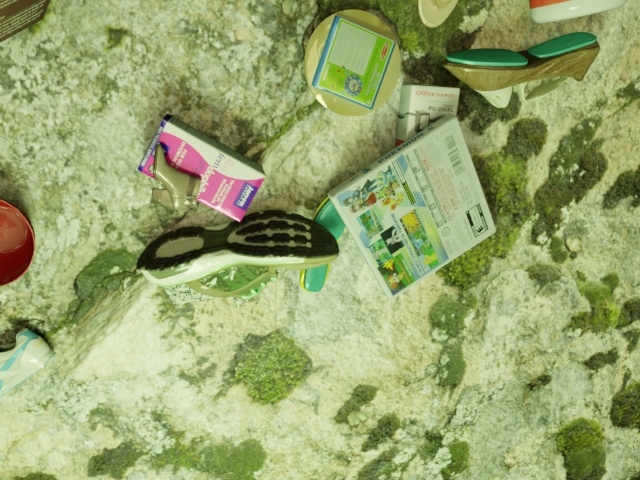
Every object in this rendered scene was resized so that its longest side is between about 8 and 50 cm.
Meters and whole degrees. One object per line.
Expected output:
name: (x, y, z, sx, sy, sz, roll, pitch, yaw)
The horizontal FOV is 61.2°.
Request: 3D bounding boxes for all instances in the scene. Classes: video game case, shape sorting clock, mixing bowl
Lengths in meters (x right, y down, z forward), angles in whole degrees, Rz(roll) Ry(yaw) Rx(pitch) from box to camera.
video game case: (0.211, -0.059, 1.169, 0.299, 0.036, 0.329, -33, 126, -1)
shape sorting clock: (0.066, -0.358, 1.100, 0.206, 0.040, 0.207, -3, 103, -11)
mixing bowl: (-0.632, -0.010, 1.044, 0.181, 0.098, 0.182, -3, 107, -9)

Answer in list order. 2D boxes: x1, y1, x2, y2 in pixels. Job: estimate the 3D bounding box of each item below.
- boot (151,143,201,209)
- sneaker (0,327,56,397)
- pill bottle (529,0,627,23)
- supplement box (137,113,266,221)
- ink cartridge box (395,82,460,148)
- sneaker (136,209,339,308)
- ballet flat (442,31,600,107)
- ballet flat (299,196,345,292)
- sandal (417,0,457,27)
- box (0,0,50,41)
boot: (-0.265, -0.114, 0.998, 0.086, 0.042, 0.119, 4, 109, -17)
sneaker: (-0.677, 0.277, 1.135, 0.228, 0.087, 0.092, -37, 102, -6)
pill bottle: (0.486, -0.598, 1.033, 0.181, 0.181, 0.323, -13, 108, -6)
supplement box: (-0.231, -0.144, 1.072, 0.219, 0.114, 0.111, 27, 101, -18)
ink cartridge box: (0.225, -0.253, 1.148, 0.109, 0.063, 0.151, 1, 107, -11)
sneaker: (-0.159, 0.057, 1.133, 0.409, 0.158, 0.182, -6, 131, 8)
ballet flat: (0.422, -0.352, 1.146, 0.342, 0.116, 0.124, -13, 127, -10)
ballet flat: (0.000, 0.000, 1.174, 0.077, 0.077, 0.231, 13, 102, -17)
sandal: (0.273, -0.542, 1.063, 0.088, 0.079, 0.240, 26, 100, -16)
box: (-0.471, -0.461, 0.788, 0.143, 0.191, 0.381, 44, 134, -17)
